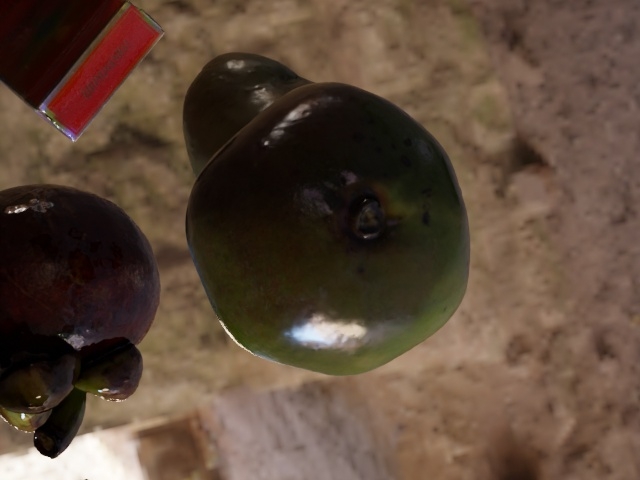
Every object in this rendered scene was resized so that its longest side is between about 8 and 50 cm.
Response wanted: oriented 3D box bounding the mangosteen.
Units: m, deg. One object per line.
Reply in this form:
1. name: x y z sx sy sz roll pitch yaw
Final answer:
1. mangosteen: -0.252 0.074 1.652 0.215 0.215 0.257 102 164 -60

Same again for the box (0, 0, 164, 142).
1. box: -0.207 -0.160 1.397 0.048 0.112 0.175 41 178 -42

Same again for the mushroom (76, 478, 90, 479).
1. mushroom: -0.323 0.279 1.502 0.267 0.254 0.267 14 -90 -68

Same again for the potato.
1. potato: -0.030 -0.069 1.405 0.194 0.157 0.157 44 154 19

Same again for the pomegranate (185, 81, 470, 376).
1. pomegranate: 0.000 0.000 1.120 0.210 0.180 0.180 133 123 -72
